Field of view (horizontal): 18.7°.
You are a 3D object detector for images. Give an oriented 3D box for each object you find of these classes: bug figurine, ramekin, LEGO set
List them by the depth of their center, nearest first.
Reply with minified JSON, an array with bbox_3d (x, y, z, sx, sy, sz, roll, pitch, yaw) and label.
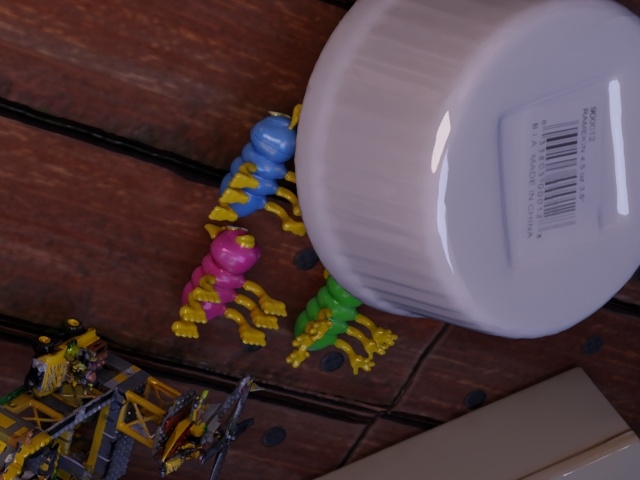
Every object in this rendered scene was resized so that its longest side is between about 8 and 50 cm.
[{"bbox_3d":[0.130,-0.063,1.392,0.277,0.135,0.277,-12,111,-35],"label":"ramekin"},{"bbox_3d":[-0.164,0.245,1.441,0.255,0.192,0.331,-23,136,-61],"label":"LEGO set"},{"bbox_3d":[0.000,0.000,1.476,0.279,0.072,0.216,14,123,-41],"label":"bug figurine"}]

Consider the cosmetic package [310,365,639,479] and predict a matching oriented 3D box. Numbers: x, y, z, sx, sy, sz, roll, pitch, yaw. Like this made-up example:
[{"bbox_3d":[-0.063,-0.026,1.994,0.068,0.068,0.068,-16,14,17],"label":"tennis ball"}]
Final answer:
[{"bbox_3d":[0.124,0.250,1.715,0.309,0.113,0.160,-23,133,-13],"label":"cosmetic package"}]
